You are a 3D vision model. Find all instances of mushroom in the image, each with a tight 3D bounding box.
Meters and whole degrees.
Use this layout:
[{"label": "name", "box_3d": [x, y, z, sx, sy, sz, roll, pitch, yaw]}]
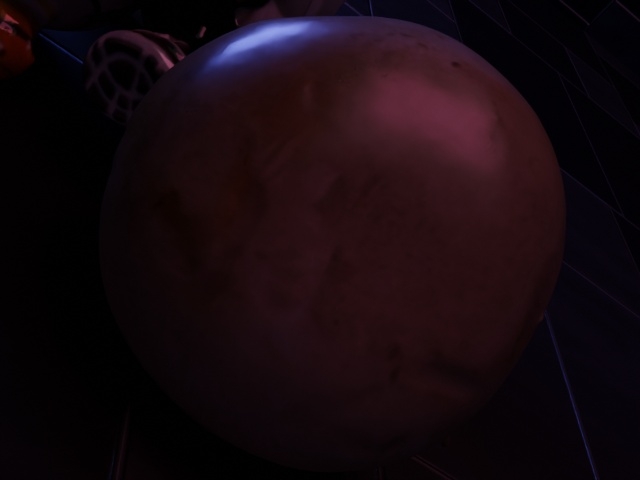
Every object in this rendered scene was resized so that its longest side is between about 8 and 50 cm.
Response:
[{"label": "mushroom", "box_3d": [0.000, 0.000, 0.785, 0.292, 0.292, 0.290, 43, -8, -1]}]

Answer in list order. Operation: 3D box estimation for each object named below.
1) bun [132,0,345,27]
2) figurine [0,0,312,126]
[{"label": "bun", "box_3d": [-0.083, -0.253, 1.127, 0.263, 0.175, 0.263, 2, 44, -2]}, {"label": "figurine", "box_3d": [-0.161, -0.243, 0.898, 0.323, 0.320, 0.196, 39, -15, 11]}]
